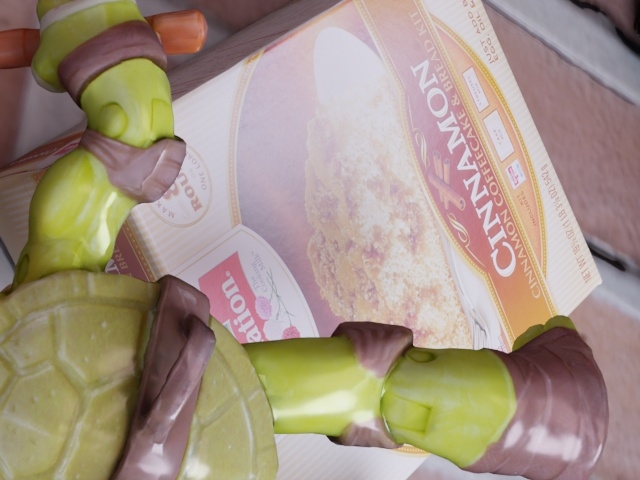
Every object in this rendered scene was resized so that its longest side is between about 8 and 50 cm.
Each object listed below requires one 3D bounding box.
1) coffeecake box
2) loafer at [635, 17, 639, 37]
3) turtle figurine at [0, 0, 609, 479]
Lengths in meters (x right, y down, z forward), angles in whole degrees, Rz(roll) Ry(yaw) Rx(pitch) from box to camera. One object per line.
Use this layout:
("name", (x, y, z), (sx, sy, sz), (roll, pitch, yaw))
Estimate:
("coffeecake box", (0.000, 0.000, 0.519), (0.185, 0.068, 0.142), (-38, 108, -42))
("loafer", (0.188, -0.101, 0.736), (0.078, 0.080, 0.220), (-39, 99, -19))
("turtle figurine", (-0.037, 0.033, 0.384), (0.217, 0.087, 0.269), (17, 88, -21))
